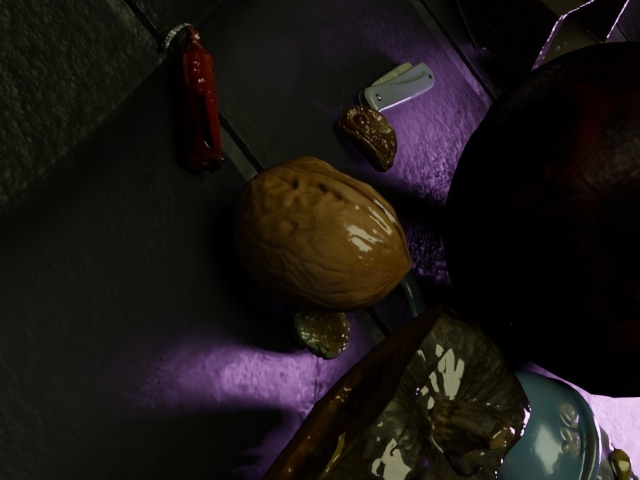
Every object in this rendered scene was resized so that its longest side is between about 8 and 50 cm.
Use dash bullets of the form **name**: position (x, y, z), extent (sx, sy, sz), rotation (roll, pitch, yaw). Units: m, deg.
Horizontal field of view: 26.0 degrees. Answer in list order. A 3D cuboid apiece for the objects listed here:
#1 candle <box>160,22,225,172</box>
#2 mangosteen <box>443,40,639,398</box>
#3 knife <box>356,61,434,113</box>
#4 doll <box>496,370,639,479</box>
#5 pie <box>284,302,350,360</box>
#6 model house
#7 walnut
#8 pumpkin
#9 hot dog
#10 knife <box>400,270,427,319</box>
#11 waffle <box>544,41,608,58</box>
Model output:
- **candle**: position (-0.124, -0.141, 1.344), extent (0.053, 0.048, 0.162), rotation (68, 12, -63)
- **mangosteen**: position (0.304, -0.013, 1.509), extent (0.381, 0.421, 0.381), rotation (3, 83, -24)
- **knife**: position (0.089, -0.181, 1.638), extent (0.162, 0.023, 0.044), rotation (-32, 94, -54)
- **doll**: position (0.252, 0.241, 1.455), extent (0.314, 0.141, 0.177), rotation (36, 42, -39)
- **pie**: position (-0.002, 0.077, 1.356), extent (0.084, 0.020, 0.084), rotation (30, 45, -36)
- **model house**: position (0.280, -0.377, 1.864), extent (0.211, 0.204, 0.243), rotation (-28, 65, -38)
- **walnut**: position (0.000, 0.000, 1.293), extent (0.180, 0.144, 0.144), rotation (24, 31, 19)
- **pumpkin**: position (0.077, 0.179, 1.209), extent (0.139, 0.222, 0.317), rotation (51, 39, -4)
- **hot dog**: position (0.056, -0.115, 1.542), extent (0.083, 0.035, 0.058), rotation (46, 42, -19)
- **knife**: position (0.120, 0.129, 1.475), extent (0.028, 0.015, 0.210), rotation (3, 65, -56)
- **waffle**: position (0.400, -0.175, 1.984), extent (0.292, 0.056, 0.309), rotation (59, 37, -4)
